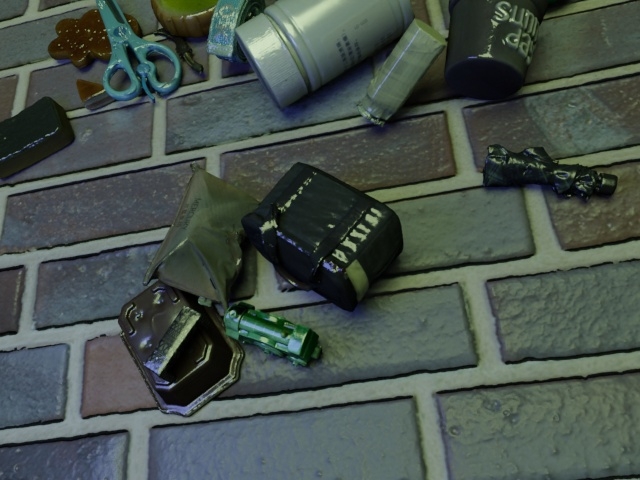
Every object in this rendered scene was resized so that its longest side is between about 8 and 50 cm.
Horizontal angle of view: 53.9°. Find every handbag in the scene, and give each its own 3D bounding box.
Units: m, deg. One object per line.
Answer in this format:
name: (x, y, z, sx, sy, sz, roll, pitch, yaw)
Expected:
handbag: (-0.197, -0.002, 1.151, 0.183, 0.117, 0.270, 24, 57, -14)
handbag: (0.000, 0.000, 1.084, 0.254, 0.181, 0.181, 33, 69, 26)

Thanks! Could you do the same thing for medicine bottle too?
medicine bottle: (0.004, -0.428, 1.282, 0.332, 0.190, 0.190, -33, 61, -4)

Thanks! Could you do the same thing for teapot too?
teapot: (0.149, -0.323, 1.212, 0.200, 0.077, 0.107, -53, 19, 29)

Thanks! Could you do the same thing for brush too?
brush: (-0.671, -0.236, 1.433, 0.197, 0.059, 0.123, -29, 60, -1)

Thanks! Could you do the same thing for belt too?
belt: (-0.175, -0.469, 1.378, 0.082, 0.148, 0.163, 14, 97, 17)

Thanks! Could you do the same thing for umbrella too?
umbrella: (0.401, -0.122, 1.107, 0.224, 0.080, 0.071, 12, 34, 16)

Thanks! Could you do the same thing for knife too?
knife: (-0.322, -0.447, 1.470, 0.045, 0.021, 0.222, -40, 58, -8)

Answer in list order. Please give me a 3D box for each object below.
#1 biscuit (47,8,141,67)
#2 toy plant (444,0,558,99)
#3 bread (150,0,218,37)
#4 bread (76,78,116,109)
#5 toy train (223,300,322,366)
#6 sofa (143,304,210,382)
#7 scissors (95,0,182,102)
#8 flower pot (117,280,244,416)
biscuit: (-0.549, -0.494, 1.541, 0.236, 0.039, 0.179, 2, 63, 14)
toy plant: (0.358, -0.479, 1.219, 0.280, 0.185, 0.400, 13, 76, 5)
bread: (-0.294, -0.582, 1.493, 0.236, 0.070, 0.236, -4, 61, 8)
bread: (-0.525, -0.331, 1.452, 0.109, 0.043, 0.062, 14, 67, 19)
toy train: (-0.084, 0.157, 1.069, 0.178, 0.104, 0.071, 17, 74, 22)
sofa: (-0.232, 0.170, 1.029, 0.039, 0.060, 0.118, 27, 72, 18)
scissors: (-0.456, -0.474, 1.473, 0.180, 0.032, 0.392, -23, 68, -12)
flower pot: (-0.263, 0.174, 1.117, 0.179, 0.084, 0.251, -37, 62, -5)
